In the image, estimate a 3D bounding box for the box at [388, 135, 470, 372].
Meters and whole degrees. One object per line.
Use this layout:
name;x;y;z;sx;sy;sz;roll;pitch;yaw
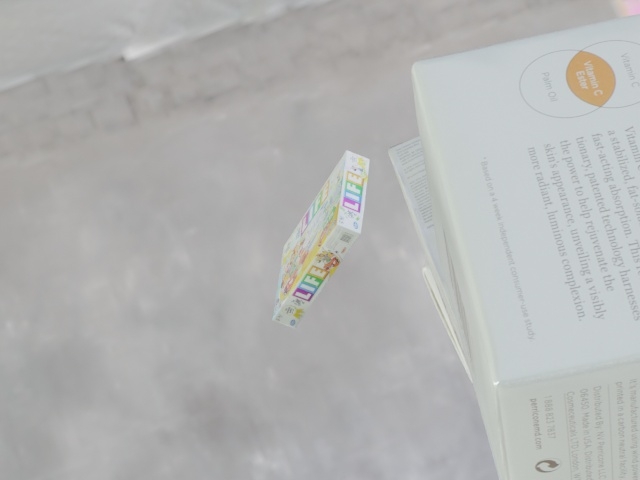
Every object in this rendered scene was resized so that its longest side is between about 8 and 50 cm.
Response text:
box;0.150;0.084;1.529;0.058;0.232;0.322;-20;-37;2

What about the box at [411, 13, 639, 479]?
box;0.240;0.000;0.880;0.345;0.215;0.168;-12;-39;2

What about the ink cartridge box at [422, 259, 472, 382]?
ink cartridge box;0.306;-0.034;1.933;0.285;0.166;0.395;-15;25;25

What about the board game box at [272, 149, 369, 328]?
board game box;0.000;0.000;1.667;0.026;0.103;0.154;21;-46;-13
